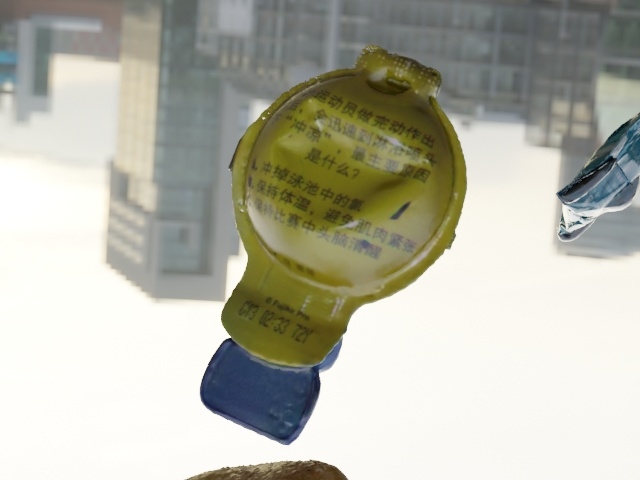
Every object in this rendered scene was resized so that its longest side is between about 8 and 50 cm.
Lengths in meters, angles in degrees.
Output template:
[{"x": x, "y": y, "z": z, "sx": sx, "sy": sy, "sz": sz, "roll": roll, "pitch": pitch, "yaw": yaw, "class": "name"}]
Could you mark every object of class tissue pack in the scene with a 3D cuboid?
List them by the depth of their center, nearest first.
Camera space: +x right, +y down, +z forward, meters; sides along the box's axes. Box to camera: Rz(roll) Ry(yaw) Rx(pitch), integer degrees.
[{"x": 0.141, "y": -0.035, "z": 0.789, "sx": 0.028, "sy": 0.085, "sz": 0.138, "roll": 44, "pitch": -178, "yaw": 6, "class": "tissue pack"}]

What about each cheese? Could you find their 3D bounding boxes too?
[{"x": 0.000, "y": 0.000, "z": 1.056, "sx": 0.157, "sy": 0.250, "sz": 0.064, "roll": 24, "pitch": 177, "yaw": 21, "class": "cheese"}]

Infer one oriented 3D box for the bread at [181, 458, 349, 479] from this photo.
[{"x": -0.111, "y": 0.359, "z": 1.539, "sx": 0.337, "sy": 0.328, "sz": 0.148, "roll": -15, "pitch": 150, "yaw": 34, "class": "bread"}]
